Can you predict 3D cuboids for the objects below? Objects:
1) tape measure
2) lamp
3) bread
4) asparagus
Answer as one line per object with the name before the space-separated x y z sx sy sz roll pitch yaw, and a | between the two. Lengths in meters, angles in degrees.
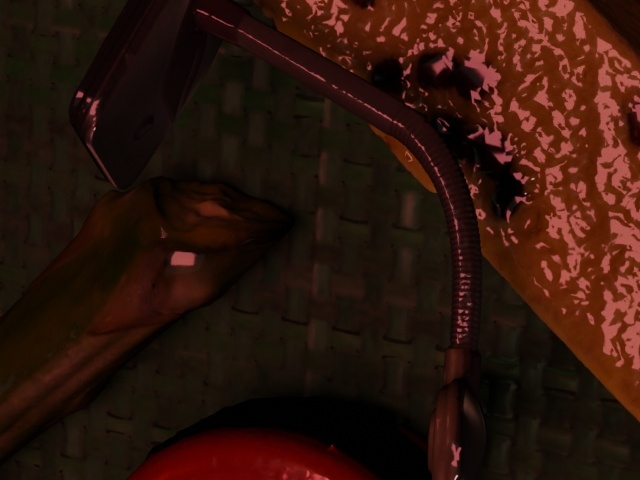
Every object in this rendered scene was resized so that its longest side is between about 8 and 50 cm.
tape measure | -0.019 0.215 1.078 0.253 0.114 0.260 -15 93 27
lamp | 0.006 -0.003 0.993 0.124 0.203 0.283 -44 80 -7
bread | 0.113 -0.060 0.981 0.361 0.077 0.138 47 115 11
asparagus | -0.156 0.066 1.139 0.343 0.082 0.085 -37 119 28
